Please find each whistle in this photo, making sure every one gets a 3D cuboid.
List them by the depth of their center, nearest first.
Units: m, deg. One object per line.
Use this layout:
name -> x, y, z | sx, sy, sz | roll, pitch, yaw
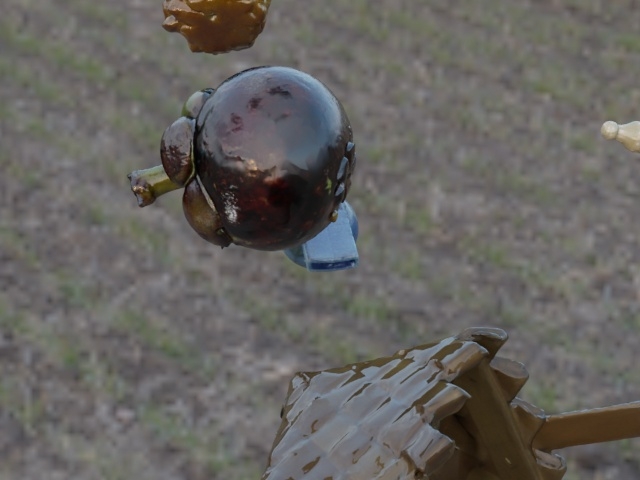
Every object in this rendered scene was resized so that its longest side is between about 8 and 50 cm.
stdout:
whistle -> 0.000, 0.000, 1.937 | 0.090, 0.090, 0.158 | -1, 39, -10

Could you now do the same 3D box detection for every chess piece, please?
chess piece -> 0.286, -0.087, 1.671 | 0.092, 0.035, 0.035 | 13, 18, -17

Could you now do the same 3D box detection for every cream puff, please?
cream puff -> -0.097, -0.236, 1.878 | 0.116, 0.122, 0.094 | -26, 41, 26

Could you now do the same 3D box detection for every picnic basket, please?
picnic basket -> 0.132, 0.215, 1.346 | 0.321, 0.291, 0.254 | -10, 33, 24

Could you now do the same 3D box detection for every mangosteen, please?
mangosteen -> -0.058, -0.078, 1.690 | 0.184, 0.172, 0.172 | 27, 30, 25
